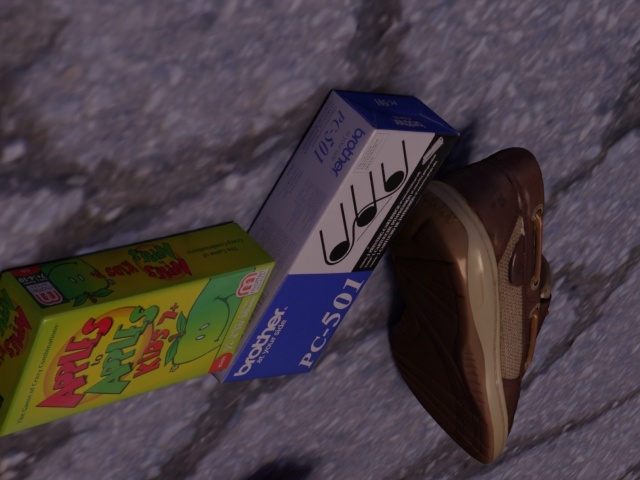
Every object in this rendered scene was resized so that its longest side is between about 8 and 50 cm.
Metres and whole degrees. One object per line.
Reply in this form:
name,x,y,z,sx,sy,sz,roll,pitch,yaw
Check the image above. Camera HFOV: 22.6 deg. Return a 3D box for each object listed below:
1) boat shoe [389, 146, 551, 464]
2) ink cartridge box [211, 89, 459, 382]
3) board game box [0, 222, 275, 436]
boat shoe,0.132,0.053,1.238,0.123,0.123,0.342,-35,145,-17
ink cartridge box,0.000,0.000,1.056,0.097,0.046,0.207,-2,130,-52
board game box,-0.118,0.050,0.962,0.181,0.043,0.092,-14,139,-46
